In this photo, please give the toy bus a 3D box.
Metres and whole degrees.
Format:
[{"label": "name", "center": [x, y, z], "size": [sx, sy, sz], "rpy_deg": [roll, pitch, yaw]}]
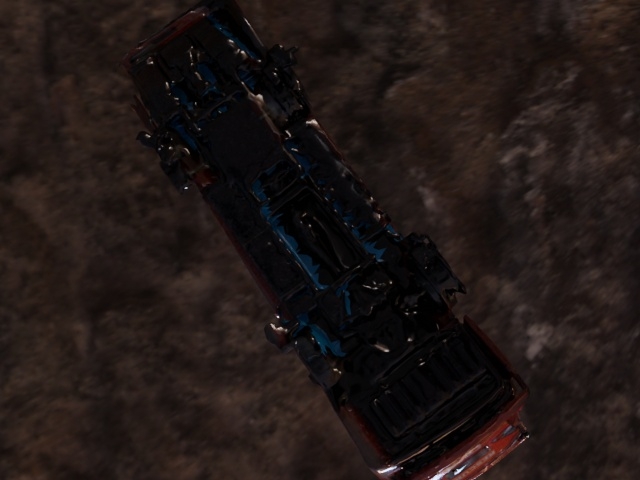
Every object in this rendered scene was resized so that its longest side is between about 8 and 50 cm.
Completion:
[{"label": "toy bus", "center": [0.000, 0.000, 0.551], "size": [0.073, 0.096, 0.235], "rpy_deg": [-35, -118, 3]}]
